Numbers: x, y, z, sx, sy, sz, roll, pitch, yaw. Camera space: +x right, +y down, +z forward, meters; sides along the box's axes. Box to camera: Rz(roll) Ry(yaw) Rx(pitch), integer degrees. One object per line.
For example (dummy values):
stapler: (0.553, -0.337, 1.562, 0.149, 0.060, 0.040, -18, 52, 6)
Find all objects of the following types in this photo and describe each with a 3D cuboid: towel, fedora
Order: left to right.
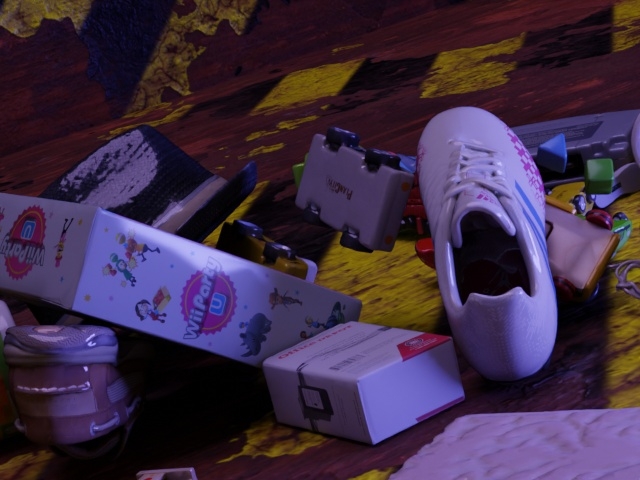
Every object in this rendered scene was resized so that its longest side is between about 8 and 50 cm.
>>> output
fedora: (-0.229, -0.010, 1.960, 0.334, 0.152, 0.334, -44, 1, 1)
towel: (0.163, 0.192, 1.202, 0.317, 0.053, 0.332, -6, 15, 34)

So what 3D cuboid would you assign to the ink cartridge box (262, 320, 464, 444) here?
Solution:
ink cartridge box: (0.036, 0.123, 1.596, 0.109, 0.063, 0.150, -23, 15, -32)

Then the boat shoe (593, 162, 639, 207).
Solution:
boat shoe: (0.345, -0.066, 2.134, 0.100, 0.035, 0.035, -31, 23, -33)

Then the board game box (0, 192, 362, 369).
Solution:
board game box: (-0.148, 0.047, 1.688, 0.303, 0.098, 0.224, 19, -6, -36)

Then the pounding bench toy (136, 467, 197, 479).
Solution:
pounding bench toy: (-0.142, 0.218, 1.414, 0.083, 0.052, 0.065, -7, 15, 28)

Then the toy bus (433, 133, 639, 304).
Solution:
toy bus: (0.210, 0.016, 1.766, 0.190, 0.202, 0.104, -14, -31, -6)

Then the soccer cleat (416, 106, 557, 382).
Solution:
soccer cleat: (0.151, -0.028, 1.639, 0.116, 0.143, 0.331, -14, 49, 5)

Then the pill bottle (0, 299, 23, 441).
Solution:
pill bottle: (-0.408, 0.157, 1.766, 0.245, 0.136, 0.136, -17, 13, -13)

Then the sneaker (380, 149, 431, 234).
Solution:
sneaker: (0.146, -0.051, 2.205, 0.125, 0.104, 0.262, -1, 10, -27)

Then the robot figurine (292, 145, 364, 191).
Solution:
robot figurine: (0.021, -0.099, 2.539, 0.115, 0.067, 0.101, -11, 1, 11)

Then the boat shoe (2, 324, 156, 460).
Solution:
boat shoe: (-0.222, 0.145, 1.652, 0.123, 0.116, 0.324, -3, -7, 7)

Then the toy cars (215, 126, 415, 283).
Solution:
toy cars: (0.000, 0.000, 1.874, 0.087, 0.177, 0.393, 12, -32, -27)

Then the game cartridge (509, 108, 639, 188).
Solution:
game cartridge: (0.273, -0.109, 2.353, 0.297, 0.062, 0.198, -9, 10, 22)

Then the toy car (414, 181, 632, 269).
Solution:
toy car: (0.248, -0.001, 1.921, 0.239, 0.053, 0.225, -22, 15, -27)

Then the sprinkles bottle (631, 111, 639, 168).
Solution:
sprinkles bottle: (0.468, -0.161, 2.208, 0.121, 0.121, 0.355, -9, 14, 22)
